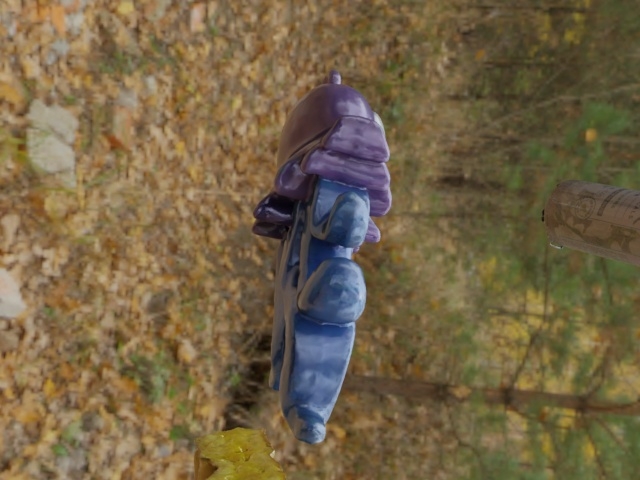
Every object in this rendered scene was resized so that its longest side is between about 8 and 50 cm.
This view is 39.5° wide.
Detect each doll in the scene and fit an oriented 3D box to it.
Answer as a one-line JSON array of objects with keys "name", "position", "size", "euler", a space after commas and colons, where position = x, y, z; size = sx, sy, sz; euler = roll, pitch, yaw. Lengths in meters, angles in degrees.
[{"name": "doll", "position": [0.000, 0.000, 0.434], "size": [0.110, 0.067, 0.206], "euler": [129, -30, -57]}]

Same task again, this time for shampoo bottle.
[{"name": "shampoo bottle", "position": [0.285, -0.007, 0.752], "size": [0.214, 0.072, 0.072], "euler": [21, -68, 58]}]

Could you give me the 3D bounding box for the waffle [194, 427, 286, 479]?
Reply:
[{"name": "waffle", "position": [-0.038, 0.256, 0.546], "size": [0.229, 0.057, 0.219], "euler": [-142, -131, -74]}]
